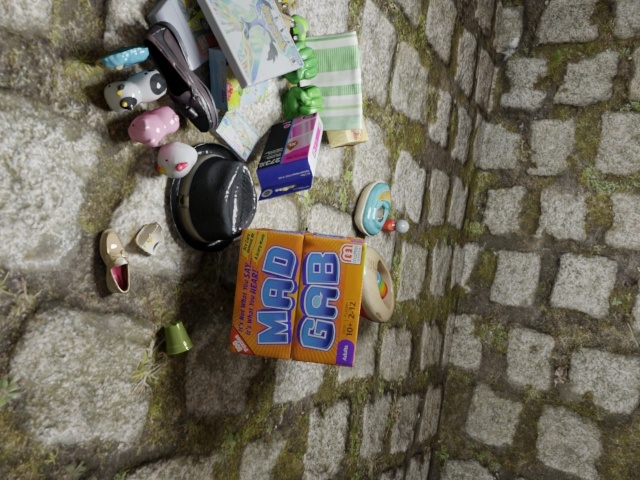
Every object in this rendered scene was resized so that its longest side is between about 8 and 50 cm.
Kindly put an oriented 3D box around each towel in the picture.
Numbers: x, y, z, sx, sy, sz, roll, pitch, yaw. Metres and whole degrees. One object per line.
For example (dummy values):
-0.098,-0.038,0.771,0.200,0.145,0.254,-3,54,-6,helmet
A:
0.027,-0.552,1.730,0.038,0.247,0.325,-23,114,-60,towel
-0.070,-0.199,1.860,0.083,0.009,0.060,21,78,-53,towel

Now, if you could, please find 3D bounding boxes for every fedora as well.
-0.284,-0.122,1.460,0.334,0.152,0.334,-15,109,-52,fedora

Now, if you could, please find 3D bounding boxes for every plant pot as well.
-0.418,0.278,1.425,0.083,0.083,0.079,-22,101,-50,plant pot

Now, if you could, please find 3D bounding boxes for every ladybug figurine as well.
0.203,0.197,2.144,0.449,0.162,0.305,55,33,-51,ladybug figurine

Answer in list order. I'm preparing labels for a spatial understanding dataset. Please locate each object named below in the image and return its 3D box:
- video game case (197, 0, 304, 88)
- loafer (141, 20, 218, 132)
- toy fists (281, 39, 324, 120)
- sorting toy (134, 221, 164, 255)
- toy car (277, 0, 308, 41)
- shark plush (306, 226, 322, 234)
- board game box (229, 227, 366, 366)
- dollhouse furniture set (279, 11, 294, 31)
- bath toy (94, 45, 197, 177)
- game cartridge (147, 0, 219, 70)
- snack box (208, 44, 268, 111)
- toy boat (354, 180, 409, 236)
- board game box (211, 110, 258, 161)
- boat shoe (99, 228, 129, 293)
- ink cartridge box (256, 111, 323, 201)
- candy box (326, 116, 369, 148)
-0.204,-0.626,1.414,0.300,0.036,0.329,-43,112,-48,video game case
-0.377,-0.415,1.304,0.302,0.109,0.095,67,32,-31,loafer
-0.070,-0.537,1.684,0.096,0.142,0.279,-32,121,-47,toy fists
-0.460,0.001,1.340,0.083,0.045,0.075,-62,147,-27,sorting toy
-0.080,-0.775,1.645,0.239,0.053,0.225,-72,153,-50,toy car
0.000,0.000,1.944,0.161,0.067,0.073,22,79,-53,shark plush
-0.055,0.155,1.544,0.356,0.356,0.357,-27,123,-86,board game box
-0.193,-0.638,1.570,0.161,0.101,0.182,13,86,-29,dollhouse furniture set
-0.429,-0.306,1.245,0.151,0.129,0.348,-26,121,-8,bath toy
-0.338,-0.619,1.379,0.294,0.060,0.196,-53,131,-34,game cartridge
-0.240,-0.500,1.474,0.207,0.070,0.174,-44,145,-49,snack box
0.288,-0.123,2.248,0.318,0.148,0.267,38,65,-50,toy boat
-0.267,-0.336,1.549,0.154,0.026,0.103,46,60,-48,board game box
-0.516,0.055,1.254,0.063,0.059,0.170,-24,115,-50,boat shoe
-0.096,-0.272,1.552,0.371,0.175,0.069,-83,155,-46,ink cartridge box
0.071,-0.513,1.844,0.183,0.087,0.316,-22,97,-58,candy box
